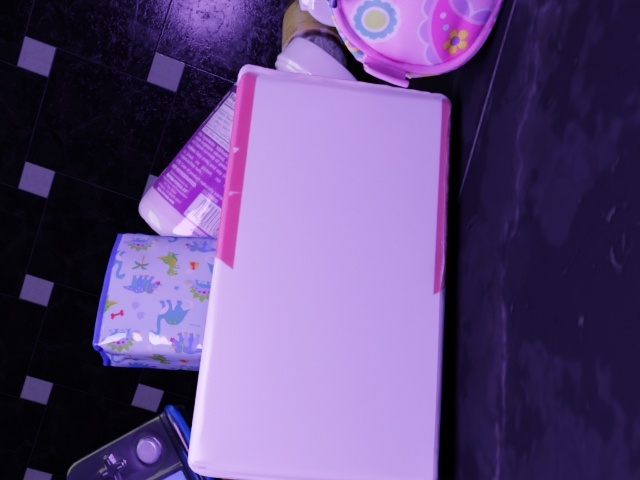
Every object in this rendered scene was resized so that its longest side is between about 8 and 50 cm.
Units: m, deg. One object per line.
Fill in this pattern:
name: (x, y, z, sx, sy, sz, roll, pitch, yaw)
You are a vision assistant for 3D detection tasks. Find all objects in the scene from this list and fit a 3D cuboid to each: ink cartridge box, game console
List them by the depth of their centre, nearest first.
ink cartridge box: (-0.013, 0.065, 0.651, 0.384, 0.161, 0.279, 114, 161, -74)
game console: (-0.143, 0.327, 0.715, 0.293, 0.250, 0.173, 61, -166, 8)

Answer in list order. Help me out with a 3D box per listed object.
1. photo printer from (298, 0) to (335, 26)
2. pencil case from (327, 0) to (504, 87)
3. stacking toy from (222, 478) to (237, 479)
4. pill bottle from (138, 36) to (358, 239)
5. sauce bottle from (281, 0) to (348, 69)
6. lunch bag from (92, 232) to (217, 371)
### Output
photo printer: (0.028, -0.441, 0.969, 0.307, 0.107, 0.256, -97, 15, -64)
pencil case: (0.049, -0.215, 0.540, 0.284, 0.124, 0.124, -98, 15, -57)
stacking toy: (-0.236, 0.400, 0.936, 0.350, 0.480, 0.350, -175, 90, -83)
pill bottle: (-0.079, -0.106, 0.929, 0.301, 0.169, 0.169, -51, 7, -1)
sauce bottle: (-0.013, -0.376, 1.267, 0.344, 0.112, 0.111, -93, 11, -51)
lunch bag: (-0.172, 0.064, 0.799, 0.096, 0.129, 0.151, 106, 167, -64)
